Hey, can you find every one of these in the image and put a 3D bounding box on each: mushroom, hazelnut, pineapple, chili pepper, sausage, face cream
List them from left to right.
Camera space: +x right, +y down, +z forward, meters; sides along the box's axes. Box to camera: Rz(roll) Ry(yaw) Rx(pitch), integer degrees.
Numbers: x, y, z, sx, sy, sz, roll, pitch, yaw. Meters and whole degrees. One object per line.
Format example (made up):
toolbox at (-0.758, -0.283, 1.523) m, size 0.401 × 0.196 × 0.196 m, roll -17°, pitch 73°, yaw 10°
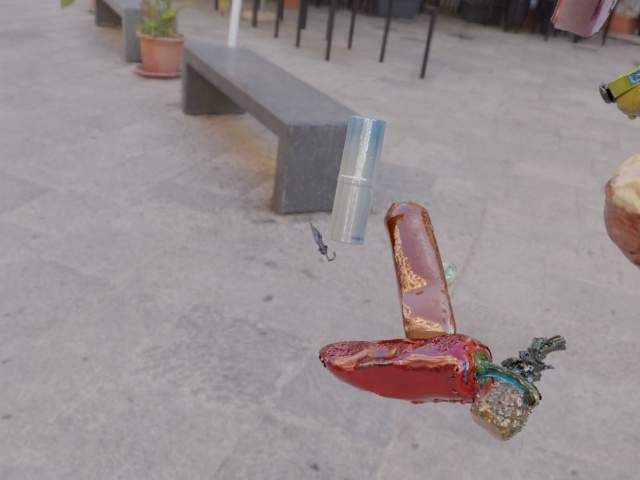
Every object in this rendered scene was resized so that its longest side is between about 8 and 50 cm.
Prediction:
face cream at (0.073, -0.120, 1.314) m, size 0.077 × 0.250 × 0.077 m, roll 11°, pitch 7°, yaw -1°
chili pepper at (0.146, 0.196, 1.014) m, size 0.388 × 0.110 × 0.110 m, roll -6°, pitch 15°, yaw 38°
sausage at (0.188, 0.067, 1.247) m, size 0.097 × 0.094 × 0.348 m, roll -14°, pitch 52°, yaw 11°
mushroom at (0.308, 0.090, 1.655) m, size 0.084 × 0.067 × 0.083 m, roll -36°, pitch 17°, yaw 13°
pineapple at (0.523, 0.365, 1.697) m, size 0.141 × 0.170 × 0.310 m, roll 38°, pitch 74°, yaw 19°
hazelnut at (0.672, -0.045, 1.239) m, size 0.261 × 0.261 × 0.241 m, roll 17°, pitch 22°, yaw 20°

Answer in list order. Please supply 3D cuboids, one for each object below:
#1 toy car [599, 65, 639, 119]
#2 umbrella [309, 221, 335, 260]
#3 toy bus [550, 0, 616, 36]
toy car at (0.857, -0.391, 1.712) m, size 0.200 × 0.142 × 0.248 m, roll -29°, pitch -6°, yaw 36°
umbrella at (-0.002, 0.002, 1.076) m, size 0.013 × 0.022 × 0.122 m, roll 42°, pitch 7°, yaw -34°
toy bus at (0.646, -0.626, 1.534) m, size 0.128 × 0.302 × 0.147 m, roll 30°, pitch 71°, yaw 17°
